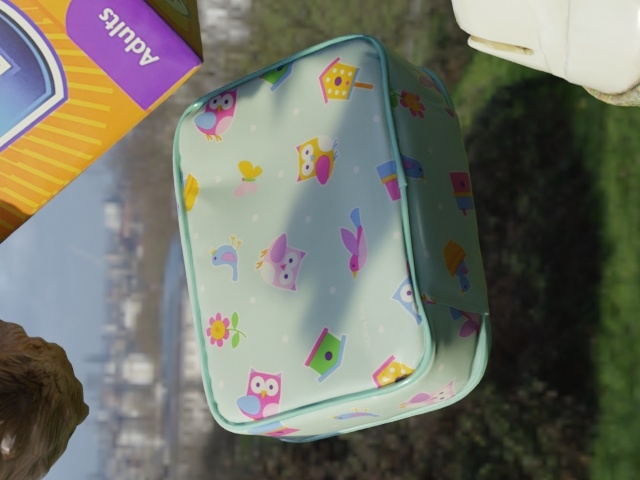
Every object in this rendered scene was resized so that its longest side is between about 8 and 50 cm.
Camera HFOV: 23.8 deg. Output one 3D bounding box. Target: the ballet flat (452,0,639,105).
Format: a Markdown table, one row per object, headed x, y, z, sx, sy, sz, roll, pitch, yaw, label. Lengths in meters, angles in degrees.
| x | y | z | sx | sy | sz | roll | pitch | yaw | label |
| --- | --- | --- | --- | --- | --- | --- | --- | --- | --- |
| 0.084 | -0.140 | 0.642 | 0.348 | 0.123 | 0.123 | 55 | 149 | 40 | ballet flat |

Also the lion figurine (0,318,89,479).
| x | y | z | sx | sy | sz | roll | pitch | yaw | label |
| --- | --- | --- | --- | --- | --- | --- | --- | --- | --- |
| -0.331 | 0.066 | 0.829 | 0.392 | 0.240 | 0.142 | 38 | -149 | -43 | lion figurine |

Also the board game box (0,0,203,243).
| x | y | z | sx | sy | sz | roll | pitch | yaw | label |
| --- | --- | --- | --- | --- | --- | --- | --- | --- | --- |
| -0.330 | -0.186 | 0.995 | 0.356 | 0.356 | 0.356 | -39 | 25 | 13 | board game box |

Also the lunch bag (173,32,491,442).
| x | y | z | sx | sy | sz | roll | pitch | yaw | label |
| --- | --- | --- | --- | --- | --- | --- | --- | --- | --- |
| 0.000 | 0.000 | 1.111 | 0.224 | 0.108 | 0.279 | -21 | 67 | 33 | lunch bag |
